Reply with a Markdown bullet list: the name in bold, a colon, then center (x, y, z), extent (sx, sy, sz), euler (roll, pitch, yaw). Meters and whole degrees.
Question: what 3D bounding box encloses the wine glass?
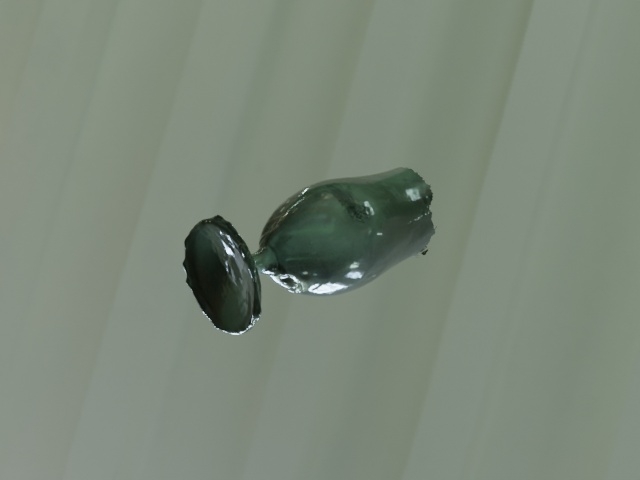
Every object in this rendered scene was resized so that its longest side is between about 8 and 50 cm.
- **wine glass**: center (0.000, 0.000, 0.890), extent (0.103, 0.222, 0.103), euler (24, -57, 42)
